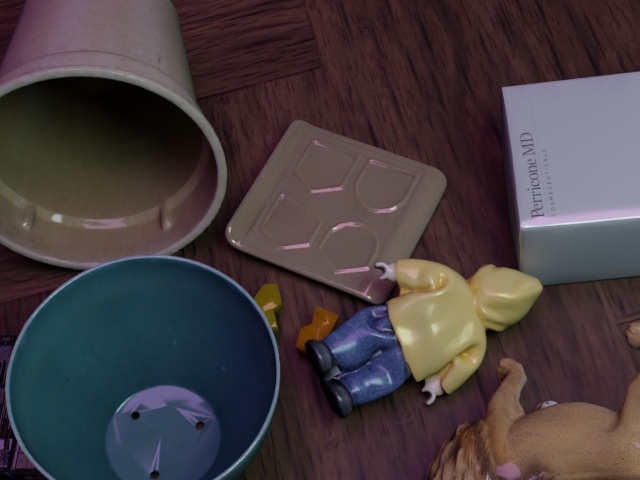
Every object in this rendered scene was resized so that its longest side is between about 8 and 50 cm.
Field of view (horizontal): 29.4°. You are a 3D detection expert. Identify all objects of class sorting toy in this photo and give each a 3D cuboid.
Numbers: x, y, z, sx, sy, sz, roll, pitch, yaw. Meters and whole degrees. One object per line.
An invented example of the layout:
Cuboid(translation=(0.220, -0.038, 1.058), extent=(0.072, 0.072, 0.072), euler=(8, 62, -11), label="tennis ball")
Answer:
Cuboid(translation=(0.000, 0.000, 1.567), extent=(0.229, 0.041, 0.307), euler=(23, 65, 16), label="sorting toy")

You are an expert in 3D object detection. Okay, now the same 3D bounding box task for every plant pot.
Cuboid(translation=(-0.289, -0.184, 1.584), extent=(0.333, 0.334, 0.306), euler=(-9, 46, 4), label="plant pot")
Cuboid(translation=(-0.187, 0.188, 1.374), extent=(0.290, 0.195, 0.290), euler=(0, 60, 0), label="plant pot")

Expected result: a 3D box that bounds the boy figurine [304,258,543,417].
Cuboid(translation=(0.124, 0.096, 1.441), extent=(0.285, 0.092, 0.177), euler=(-27, 90, -10), label="boy figurine")

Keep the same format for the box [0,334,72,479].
Cuboid(translation=(-0.359, 0.208, 1.466), extent=(0.147, 0.077, 0.180), euler=(-1, 59, 8), label="box")

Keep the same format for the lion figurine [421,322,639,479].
Cuboid(translation=(0.269, 0.214, 1.261), extent=(0.392, 0.142, 0.240), euler=(-27, 18, 36), label="lion figurine")

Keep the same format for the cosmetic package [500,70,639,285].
Cuboid(translation=(0.418, -0.083, 1.480), extent=(0.384, 0.156, 0.217), euler=(-7, 60, 4), label="cosmetic package")
